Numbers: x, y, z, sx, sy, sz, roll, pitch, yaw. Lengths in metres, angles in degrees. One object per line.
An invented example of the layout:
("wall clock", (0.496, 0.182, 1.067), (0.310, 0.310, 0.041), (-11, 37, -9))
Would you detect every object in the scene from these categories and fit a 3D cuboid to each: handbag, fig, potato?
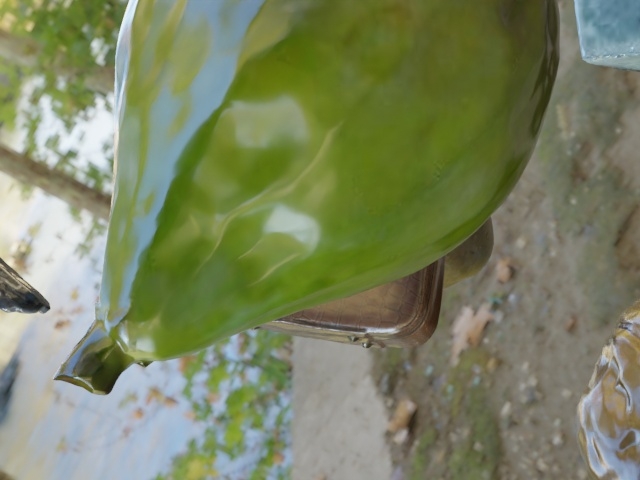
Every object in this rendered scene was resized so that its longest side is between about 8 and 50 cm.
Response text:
("handbag", (0.000, 0.000, 0.935), (0.072, 0.193, 0.151), (37, -117, -66))
("fig", (0.003, -0.058, 0.640), (0.233, 0.233, 0.314), (-9, 68, 67))
("potato", (0.157, 0.011, 1.711), (0.098, 0.243, 0.138), (20, 107, 44))

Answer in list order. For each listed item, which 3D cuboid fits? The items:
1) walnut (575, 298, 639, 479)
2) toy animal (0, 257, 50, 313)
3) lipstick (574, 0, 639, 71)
("walnut", (0.456, 0.198, 1.280), (0.354, 0.308, 0.398), (-45, 44, 1))
("toy animal", (-0.357, -0.068, 0.967), (0.205, 0.367, 0.081), (-31, -9, 32))
("lipstick", (0.212, -0.094, 0.318), (0.289, 0.076, 0.078), (-3, 92, 35))
